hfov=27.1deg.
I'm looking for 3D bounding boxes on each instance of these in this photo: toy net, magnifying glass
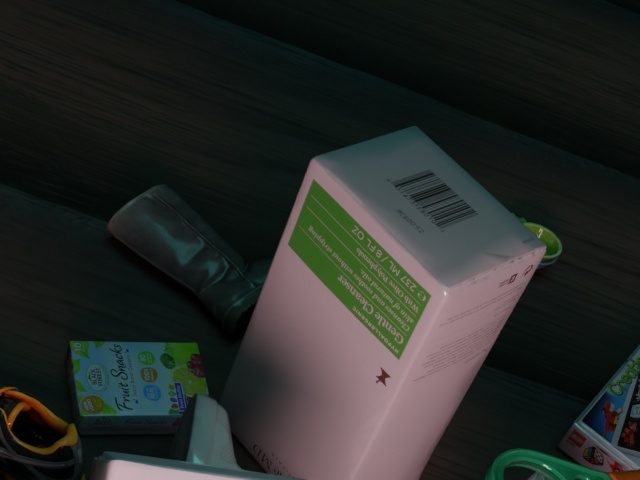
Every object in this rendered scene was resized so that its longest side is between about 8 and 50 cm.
[{"bbox_3d":[0.198,-0.003,1.738,0.232,0.045,0.122,-2,47,-27],"label":"toy net"},{"bbox_3d":[0.243,0.226,1.205,0.231,0.026,0.092,1,41,-33],"label":"magnifying glass"}]

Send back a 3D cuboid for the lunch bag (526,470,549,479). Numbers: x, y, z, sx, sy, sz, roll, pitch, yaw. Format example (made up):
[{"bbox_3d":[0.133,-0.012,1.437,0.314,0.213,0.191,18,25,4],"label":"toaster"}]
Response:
[{"bbox_3d":[0.181,0.364,1.196,0.160,0.223,0.262,11,40,-21],"label":"lunch bag"}]

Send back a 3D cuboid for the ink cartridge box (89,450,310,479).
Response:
[{"bbox_3d":[-0.104,0.326,1.081,0.207,0.117,0.283,10,80,-14],"label":"ink cartridge box"}]

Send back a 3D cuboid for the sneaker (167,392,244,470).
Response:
[{"bbox_3d":[-0.069,0.291,1.261,0.169,0.108,0.293,12,51,-15],"label":"sneaker"}]

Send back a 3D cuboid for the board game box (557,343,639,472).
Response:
[{"bbox_3d":[0.438,0.216,1.606,0.193,0.053,0.305,38,43,16],"label":"board game box"}]

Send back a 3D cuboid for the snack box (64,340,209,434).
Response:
[{"bbox_3d":[-0.191,0.154,1.393,0.141,0.037,0.100,3,44,-22],"label":"snack box"}]

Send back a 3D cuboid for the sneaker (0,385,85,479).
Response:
[{"bbox_3d":[-0.317,0.170,1.284,0.214,0.083,0.084,25,42,4],"label":"sneaker"}]

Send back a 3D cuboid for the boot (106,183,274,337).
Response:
[{"bbox_3d":[-0.119,0.008,1.571,0.208,0.076,0.189,37,40,25],"label":"boot"}]

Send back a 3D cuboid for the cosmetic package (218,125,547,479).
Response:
[{"bbox_3d":[0.048,0.094,1.317,0.155,0.366,0.197,-20,54,-41],"label":"cosmetic package"}]
